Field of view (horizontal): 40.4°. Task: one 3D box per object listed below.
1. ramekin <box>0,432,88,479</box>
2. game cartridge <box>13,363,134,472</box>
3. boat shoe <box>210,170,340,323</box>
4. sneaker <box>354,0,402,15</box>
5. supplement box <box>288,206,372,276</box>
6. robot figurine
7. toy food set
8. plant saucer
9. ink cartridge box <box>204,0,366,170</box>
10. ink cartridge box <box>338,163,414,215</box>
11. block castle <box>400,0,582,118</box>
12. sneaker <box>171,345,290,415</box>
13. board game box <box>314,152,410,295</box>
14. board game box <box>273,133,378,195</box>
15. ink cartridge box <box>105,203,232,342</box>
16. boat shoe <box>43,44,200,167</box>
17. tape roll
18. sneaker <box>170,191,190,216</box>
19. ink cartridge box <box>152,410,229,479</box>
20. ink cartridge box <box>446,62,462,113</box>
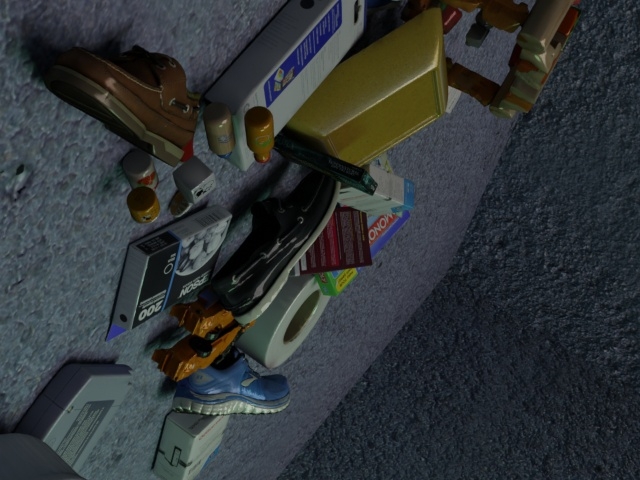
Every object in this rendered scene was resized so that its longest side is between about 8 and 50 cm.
[{"bbox_3d":[-0.446,0.398,1.188,0.277,0.135,0.277,-34,144,-29],"label":"ramekin"},{"bbox_3d":[-0.422,0.324,1.376,0.297,0.062,0.198,-58,160,0],"label":"game cartridge"},{"bbox_3d":[-0.085,-0.019,1.556,0.340,0.113,0.127,-56,-155,-20],"label":"boat shoe"},{"bbox_3d":[0.113,-0.446,1.501,0.152,0.058,0.085,-34,161,-42],"label":"sneaker"},{"bbox_3d":[0.000,0.000,1.759,0.239,0.073,0.130,-5,89,-47],"label":"supplement box"},{"bbox_3d":[-0.193,0.143,1.639,0.211,0.085,0.291,-64,167,23],"label":"robot figurine"},{"bbox_3d":[-0.174,-0.102,1.192,0.232,0.111,0.104,-42,161,-19],"label":"toy food set"},{"bbox_3d":[0.103,-0.239,1.586,0.332,0.081,0.333,-32,164,2],"label":"plant saucer"},{"bbox_3d":[-0.045,-0.275,1.344,0.333,0.065,0.165,-50,162,-20],"label":"ink cartridge box"},{"bbox_3d":[0.094,-0.104,1.747,0.180,0.104,0.060,18,70,-45],"label":"ink cartridge box"},{"bbox_3d":[0.317,-0.425,1.609,0.213,0.303,0.453,-60,172,-6],"label":"block castle"},{"bbox_3d":[-0.172,0.290,1.834,0.330,0.129,0.147,14,78,-56],"label":"sneaker"},{"bbox_3d":[0.071,-0.056,1.931,0.317,0.046,0.214,-45,122,-37],"label":"board game box"},{"bbox_3d":[0.004,-0.135,1.530,0.026,0.186,0.126,-65,165,-1],"label":"board game box"},{"bbox_3d":[-0.244,0.061,1.410,0.206,0.045,0.208,-32,152,-51],"label":"ink cartridge box"},{"bbox_3d":[-0.213,-0.172,0.985,0.104,0.110,0.307,-61,174,-3],"label":"boat shoe"},{"bbox_3d":[-0.079,0.150,1.987,0.286,0.100,0.286,-52,164,-22],"label":"tape roll"},{"bbox_3d":[-0.198,-0.070,1.334,0.083,0.032,0.037,-57,164,0],"label":"sneaker"},{"bbox_3d":[-0.284,0.437,1.941,0.148,0.085,0.203,-39,155,-50],"label":"ink cartridge box"},{"bbox_3d":[0.308,-0.390,2.180,0.115,0.067,0.198,-61,166,11],"label":"ink cartridge box"}]
